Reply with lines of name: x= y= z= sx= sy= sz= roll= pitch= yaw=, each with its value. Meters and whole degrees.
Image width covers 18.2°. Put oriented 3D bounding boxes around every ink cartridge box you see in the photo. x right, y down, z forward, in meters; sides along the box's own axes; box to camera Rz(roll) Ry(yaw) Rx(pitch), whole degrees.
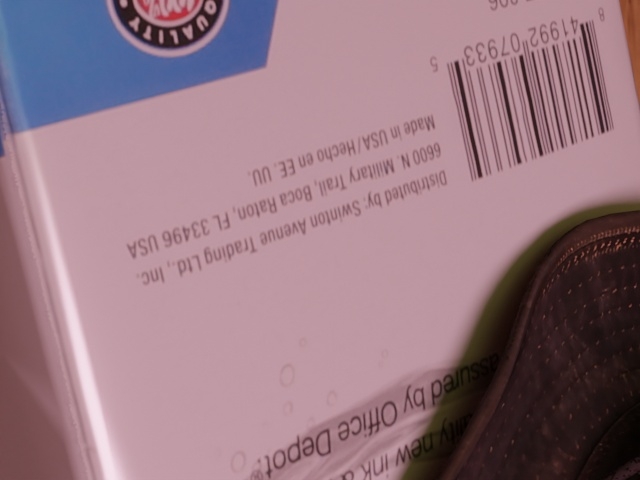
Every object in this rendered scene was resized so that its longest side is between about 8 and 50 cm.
ink cartridge box: x=-0.016 y=0.046 z=0.715 sx=0.285 sy=0.166 sz=0.395 roll=-19 pitch=100 yaw=-42

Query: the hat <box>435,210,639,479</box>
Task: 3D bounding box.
hat: x=0.165 y=0.151 z=0.679 sx=0.331 sy=0.134 sz=0.331 roll=3 pitch=86 yaw=-46
